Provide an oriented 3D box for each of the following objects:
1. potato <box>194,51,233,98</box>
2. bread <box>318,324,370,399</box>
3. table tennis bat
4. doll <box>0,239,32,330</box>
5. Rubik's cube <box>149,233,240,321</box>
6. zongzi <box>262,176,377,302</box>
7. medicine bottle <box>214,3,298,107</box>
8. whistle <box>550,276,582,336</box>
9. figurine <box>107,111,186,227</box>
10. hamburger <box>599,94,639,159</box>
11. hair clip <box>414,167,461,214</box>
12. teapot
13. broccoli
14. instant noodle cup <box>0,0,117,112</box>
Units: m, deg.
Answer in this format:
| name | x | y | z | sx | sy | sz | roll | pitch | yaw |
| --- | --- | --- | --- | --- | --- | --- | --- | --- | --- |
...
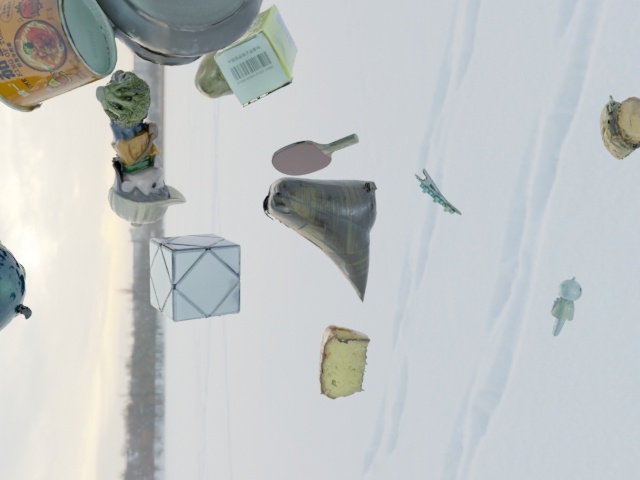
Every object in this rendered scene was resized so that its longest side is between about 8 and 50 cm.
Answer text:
| name | x | y | z | sx | sy | sz | roll | pitch | yaw |
| --- | --- | --- | --- | --- | --- | --- | --- | --- | --- |
| potato | -0.269 | -0.483 | 1.726 | 0.157 | 0.194 | 0.157 | 46 | 171 | 9 |
| bread | 0.059 | 0.307 | 1.646 | 0.134 | 0.129 | 0.260 | -96 | 9 | -49 |
| table tennis bat | -0.013 | -0.226 | 1.568 | 0.138 | 0.246 | 0.022 | 36 | -135 | -52 |
| doll | -0.654 | 0.066 | 1.030 | 0.186 | 0.322 | 0.198 | -90 | 26 | -57 |
| Rubik's cube | -0.358 | 0.099 | 1.723 | 0.205 | 0.205 | 0.207 | 16 | 106 | 56 |
| zongzi | 0.000 | 0.000 | 2.058 | 0.208 | 0.403 | 0.432 | -174 | 87 | -66 |
| medicine bottle | -0.144 | -0.444 | 1.436 | 0.250 | 0.137 | 0.141 | -85 | -30 | -56 |
| whistle | 0.374 | 0.101 | 0.923 | 0.035 | 0.035 | 0.100 | -122 | 39 | -64 |
| figurine | -0.529 | -0.205 | 1.708 | 0.185 | 0.204 | 0.332 | -63 | -44 | -65 |
| hamburger | 0.618 | -0.243 | 1.249 | 0.176 | 0.102 | 0.087 | -49 | -9 | -33 |
| hair clip | 0.319 | -0.124 | 1.655 | 0.049 | 0.173 | 0.049 | -43 | 11 | 10 |
| teapot | -0.245 | -0.491 | 1.133 | 0.306 | 0.376 | 0.362 | 68 | 164 | -12 |
| broccoli | -0.439 | -0.318 | 1.345 | 0.131 | 0.120 | 0.130 | 51 | 120 | 26 |
| instant noodle cup | -0.472 | -0.346 | 1.045 | 0.216 | 0.172 | 0.216 | -10 | -90 | -79 |
